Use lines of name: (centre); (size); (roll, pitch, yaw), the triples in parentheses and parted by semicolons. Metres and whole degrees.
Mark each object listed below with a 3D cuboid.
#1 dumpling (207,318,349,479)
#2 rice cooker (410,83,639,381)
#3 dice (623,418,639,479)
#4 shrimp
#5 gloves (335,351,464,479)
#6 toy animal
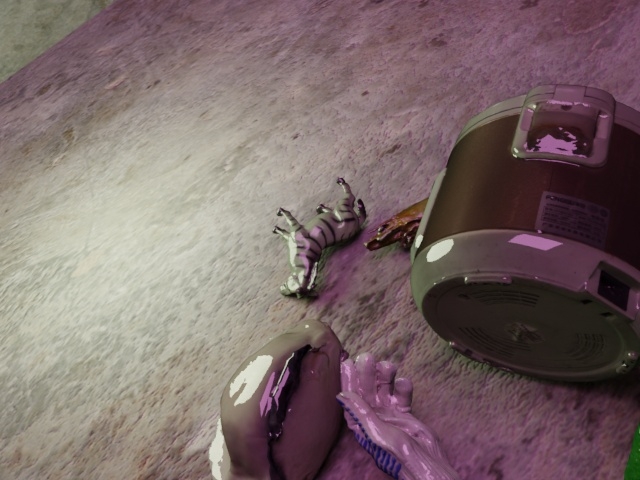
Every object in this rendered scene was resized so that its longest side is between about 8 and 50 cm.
dumpling: (-0.077, 0.233, 0.911); (0.205, 0.163, 0.292); (14, 68, 24)
rice cooker: (0.298, -0.016, 0.871); (0.335, 0.335, 0.325); (9, 58, 26)
dice: (0.478, 0.207, 0.642); (0.287, 0.297, 0.300); (14, 58, 31)
shrimp: (0.217, -0.023, 1.096); (0.287, 0.063, 0.152); (-25, 59, -4)
gloves: (0.095, 0.249, 0.852); (0.097, 0.119, 0.229); (-42, 63, 25)
toy animal: (-0.002, -0.003, 1.146); (0.217, 0.073, 0.176); (-31, 53, -14)
